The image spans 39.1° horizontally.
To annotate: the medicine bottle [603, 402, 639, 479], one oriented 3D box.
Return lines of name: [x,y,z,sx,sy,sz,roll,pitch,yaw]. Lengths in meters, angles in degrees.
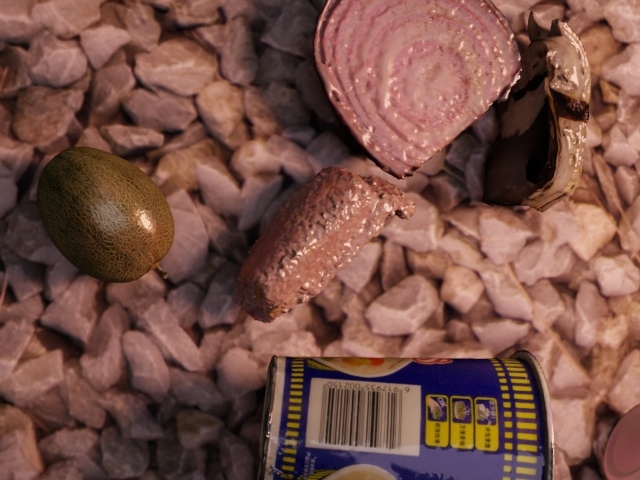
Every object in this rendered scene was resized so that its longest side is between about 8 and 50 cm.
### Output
medicine bottle: [0.529,0.333,1.210,0.274,0.133,0.133,30,81,-8]

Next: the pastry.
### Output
pastry: [-0.002,-0.011,1.134,0.265,0.103,0.112,-38,134,-19]

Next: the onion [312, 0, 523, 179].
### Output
onion: [0.109,-0.237,1.173,0.250,0.111,0.247,-39,95,-1]

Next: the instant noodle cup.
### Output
instant noodle cup: [0.083,0.251,1.067,0.312,0.284,0.284,7,84,-3]

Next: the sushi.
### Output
sushi: [0.309,-0.174,1.219,0.109,0.134,0.273,19,67,-23]

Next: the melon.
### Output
melon: [-0.250,-0.025,1.068,0.192,0.139,0.139,46,79,-5]
